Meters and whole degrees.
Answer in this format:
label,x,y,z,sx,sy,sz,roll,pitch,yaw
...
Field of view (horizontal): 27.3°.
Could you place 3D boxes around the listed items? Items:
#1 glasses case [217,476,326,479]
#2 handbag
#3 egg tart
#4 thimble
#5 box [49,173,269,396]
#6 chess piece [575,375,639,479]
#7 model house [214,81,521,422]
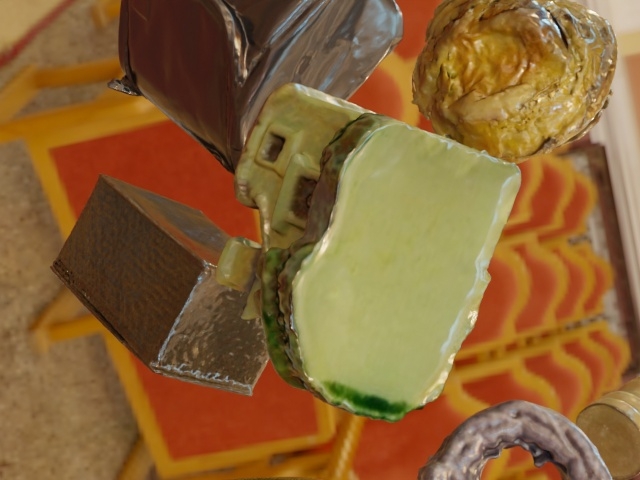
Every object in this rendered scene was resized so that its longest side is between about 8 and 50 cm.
label,x,y,z,sx,sy,sz,roll,pitch,yaw
glasses case,-0.090,0.288,1.414,0.079,0.234,0.064,27,57,-68
handbag,-0.101,-0.230,1.411,0.302,0.275,0.178,43,0,40
egg tart,0.258,-0.246,1.822,0.132,0.297,0.297,45,38,-62
thimble,0.147,0.198,0.992,0.098,0.150,0.150,57,25,-78
box,-0.178,0.051,1.613,0.184,0.273,0.143,20,103,-45
chess piece,0.366,0.176,1.440,0.200,0.090,0.090,-28,110,-42
model house,0.000,0.000,0.979,0.195,0.189,0.214,11,101,-42
